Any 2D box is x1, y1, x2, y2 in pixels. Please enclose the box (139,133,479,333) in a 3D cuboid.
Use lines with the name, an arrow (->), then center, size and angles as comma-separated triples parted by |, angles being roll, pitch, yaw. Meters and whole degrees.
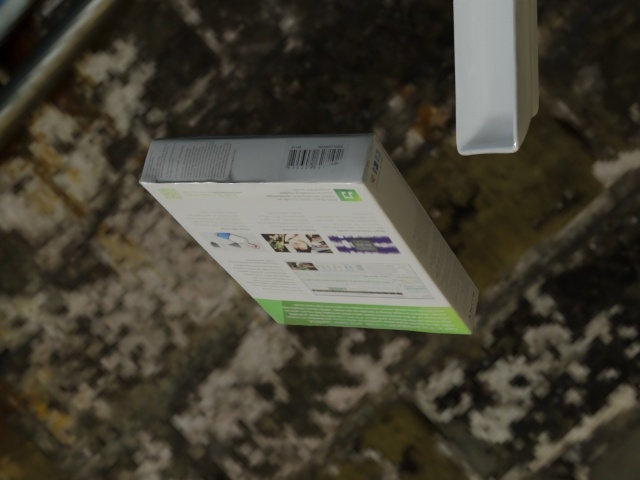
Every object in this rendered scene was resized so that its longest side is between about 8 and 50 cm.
box -> 0.000, 0.000, 1.365 | 0.322, 0.232, 0.058 | 52, -134, -53

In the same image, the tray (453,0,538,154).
tray -> 0.130, -0.199, 1.019 | 0.030, 0.270, 0.145 | -2, 3, -10
